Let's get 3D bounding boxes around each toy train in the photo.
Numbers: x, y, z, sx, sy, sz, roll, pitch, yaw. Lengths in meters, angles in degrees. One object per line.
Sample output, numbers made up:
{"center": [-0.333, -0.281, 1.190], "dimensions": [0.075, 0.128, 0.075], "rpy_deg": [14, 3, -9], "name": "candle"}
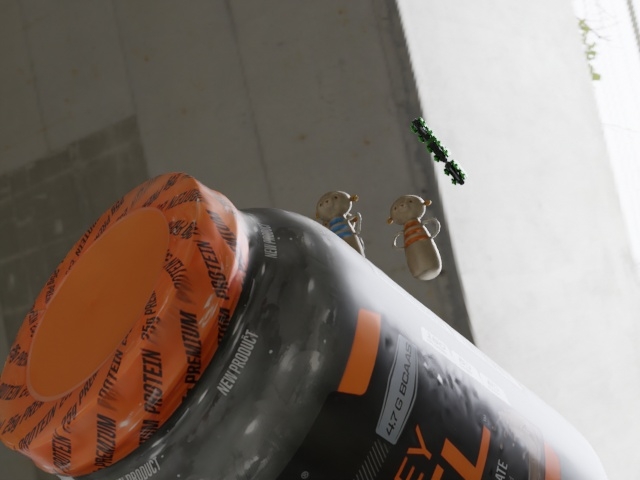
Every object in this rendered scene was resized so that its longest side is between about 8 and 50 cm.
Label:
{"center": [0.120, -0.090, 0.962], "dimensions": [0.017, 0.023, 0.083], "rpy_deg": [-36, -84, 25], "name": "toy train"}

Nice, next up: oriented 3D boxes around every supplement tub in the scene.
{"center": [0.001, 0.121, 0.560], "dimensions": [0.207, 0.338, 0.207], "rpy_deg": [-36, -147, 28], "name": "supplement tub"}

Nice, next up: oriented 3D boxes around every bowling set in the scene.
{"center": [0.000, 0.000, 1.260], "dimensions": [0.287, 0.200, 0.154], "rpy_deg": [-26, -125, 18], "name": "bowling set"}
